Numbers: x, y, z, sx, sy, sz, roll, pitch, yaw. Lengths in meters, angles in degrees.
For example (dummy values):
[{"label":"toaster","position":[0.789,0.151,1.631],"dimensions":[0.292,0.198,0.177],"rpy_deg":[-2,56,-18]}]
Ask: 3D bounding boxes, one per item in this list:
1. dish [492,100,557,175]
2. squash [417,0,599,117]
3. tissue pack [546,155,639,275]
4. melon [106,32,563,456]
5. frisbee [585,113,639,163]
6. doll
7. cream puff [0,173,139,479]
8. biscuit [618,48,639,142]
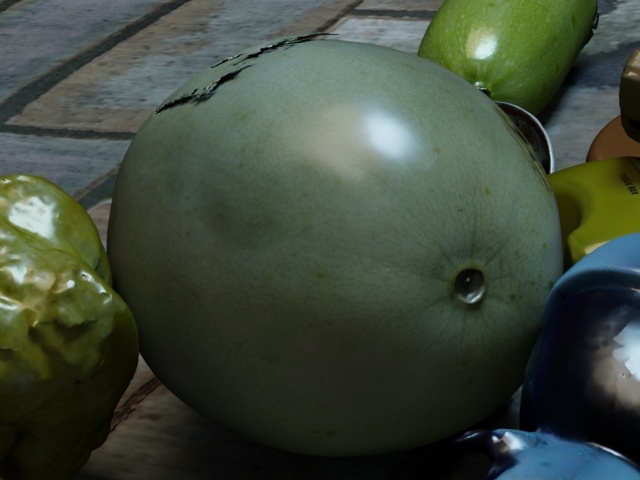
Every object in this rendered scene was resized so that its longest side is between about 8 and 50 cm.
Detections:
[{"label":"dish","position":[0.130,-0.027,1.399],"dimensions":[0.141,0.078,0.141],"rpy_deg":[-17,56,26]},{"label":"squash","position":[0.155,-0.170,1.602],"dimensions":[0.132,0.132,0.247],"rpy_deg":[1,28,25]},{"label":"tissue pack","position":[0.213,0.019,1.191],"dimensions":[0.127,0.123,0.178],"rpy_deg":[-3,21,-2]},{"label":"melon","position":[0.000,0.000,1.154],"dimensions":[0.268,0.268,0.330],"rpy_deg":[-23,19,-24]},{"label":"frisbee","position":[0.340,-0.081,1.475],"dimensions":[0.251,0.021,0.251],"rpy_deg":[-10,24,4]},{"label":"doll","position":[0.177,0.105,1.001],"dimensions":[0.177,0.141,0.314],"rpy_deg":[41,54,5]},{"label":"cream puff","position":[-0.244,0.100,1.065],"dimensions":[0.270,0.323,0.274],"rpy_deg":[4,58,-5]},{"label":"biscuit","position":[0.311,-0.056,1.213],"dimensions":[0.301,0.043,0.278],"rpy_deg":[20,-10,-25]}]
